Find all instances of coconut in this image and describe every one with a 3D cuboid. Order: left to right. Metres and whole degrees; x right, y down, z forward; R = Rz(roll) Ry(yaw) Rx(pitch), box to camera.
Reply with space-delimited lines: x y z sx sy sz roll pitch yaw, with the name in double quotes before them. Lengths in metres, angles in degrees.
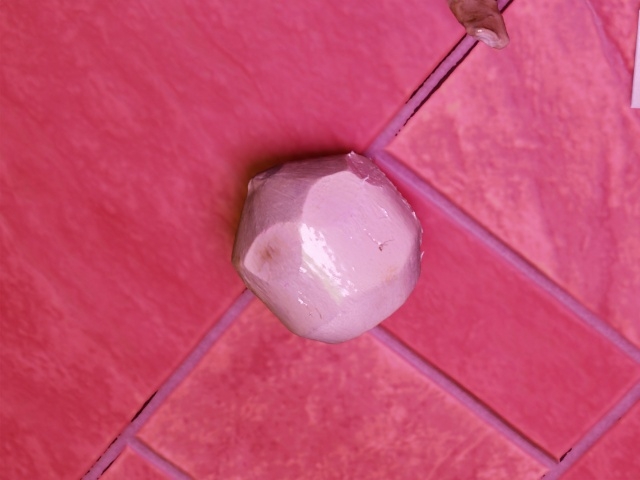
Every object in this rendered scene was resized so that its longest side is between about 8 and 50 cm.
"coconut" 0.002 -0.002 1.629 0.161 0.161 0.162 -30 104 19

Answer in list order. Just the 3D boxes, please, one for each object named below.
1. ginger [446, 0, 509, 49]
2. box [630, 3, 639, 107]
"ginger" 0.097 -0.293 1.532 0.089 0.075 0.288 -19 106 -8
"box" 0.353 -0.153 1.581 0.167 0.024 0.090 4 114 8
